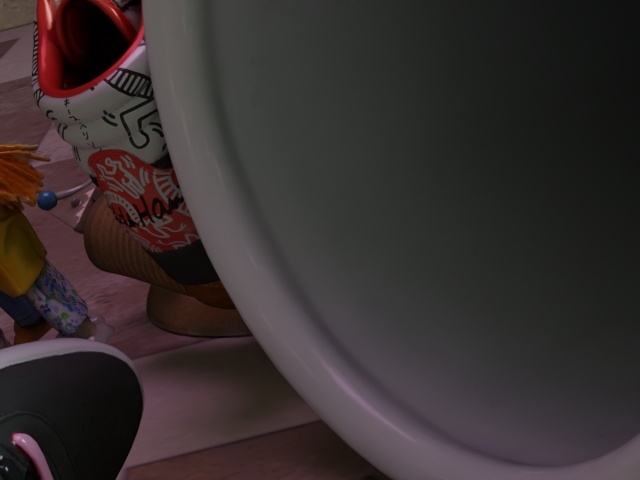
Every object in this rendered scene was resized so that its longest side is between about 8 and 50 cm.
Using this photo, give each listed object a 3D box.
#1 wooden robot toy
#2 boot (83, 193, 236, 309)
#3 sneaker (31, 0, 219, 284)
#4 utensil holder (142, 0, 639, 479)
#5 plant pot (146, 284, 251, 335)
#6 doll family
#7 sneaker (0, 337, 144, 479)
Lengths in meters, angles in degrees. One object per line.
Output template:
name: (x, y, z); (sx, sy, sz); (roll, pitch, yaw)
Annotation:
wooden robot toy: (-0.102, -0.040, 1.021); (0.076, 0.079, 0.173); (25, 9, 19)
boot: (0.027, -0.041, 0.958); (0.211, 0.104, 0.295); (7, 32, 34)
sneaker: (-0.058, -0.122, 0.847); (0.090, 0.145, 0.270); (-11, 45, 30)
utensil holder: (0.170, -0.105, 0.724); (0.385, 0.327, 0.327); (-24, 18, -34)
plant pot: (0.000, 0.000, 1.053); (0.236, 0.032, 0.236); (-14, 15, 4)
doll family: (-0.203, -0.005, 0.948); (0.118, 0.163, 0.263); (-42, 21, -12)
sneaker: (-0.129, 0.132, 0.589); (0.147, 0.104, 0.296); (1, 28, 40)
